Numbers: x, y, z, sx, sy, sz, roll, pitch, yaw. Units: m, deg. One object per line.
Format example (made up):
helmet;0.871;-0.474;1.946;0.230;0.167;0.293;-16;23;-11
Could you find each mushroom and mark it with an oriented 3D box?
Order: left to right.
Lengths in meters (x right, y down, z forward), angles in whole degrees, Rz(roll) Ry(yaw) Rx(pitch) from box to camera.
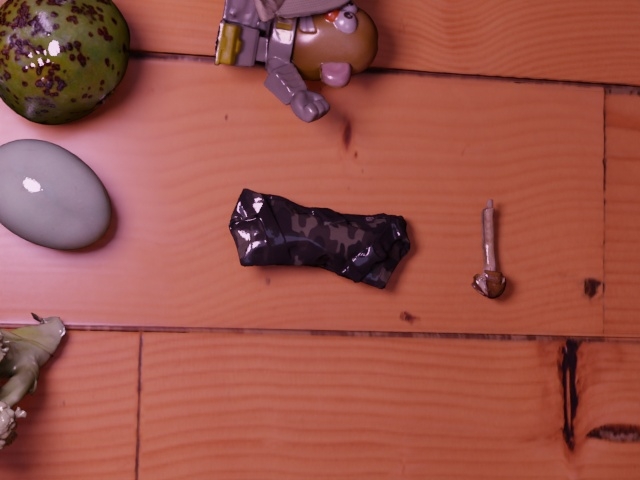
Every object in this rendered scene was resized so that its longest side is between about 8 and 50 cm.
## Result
mushroom;0.313;0.017;1.876;0.061;0.060;0.187;-3;85;-11

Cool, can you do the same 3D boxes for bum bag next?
bum bag;0.000;0.000;1.802;0.341;0.095;0.144;10;79;-15

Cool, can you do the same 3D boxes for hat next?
hat;-0.064;-0.488;1.681;0.245;0.149;0.214;-22;55;-14

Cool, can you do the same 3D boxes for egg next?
egg;-0.462;-0.076;1.685;0.231;0.168;0.168;32;82;-12

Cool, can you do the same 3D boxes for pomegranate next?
pomegranate;-0.449;-0.326;1.669;0.270;0.254;0.254;42;81;8

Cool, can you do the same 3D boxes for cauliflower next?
cauliflower;-0.572;0.230;1.621;0.327;0.281;0.260;39;100;37

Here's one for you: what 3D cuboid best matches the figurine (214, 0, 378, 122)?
figurine;-0.038;-0.368;1.775;0.285;0.167;0.342;11;81;-6
